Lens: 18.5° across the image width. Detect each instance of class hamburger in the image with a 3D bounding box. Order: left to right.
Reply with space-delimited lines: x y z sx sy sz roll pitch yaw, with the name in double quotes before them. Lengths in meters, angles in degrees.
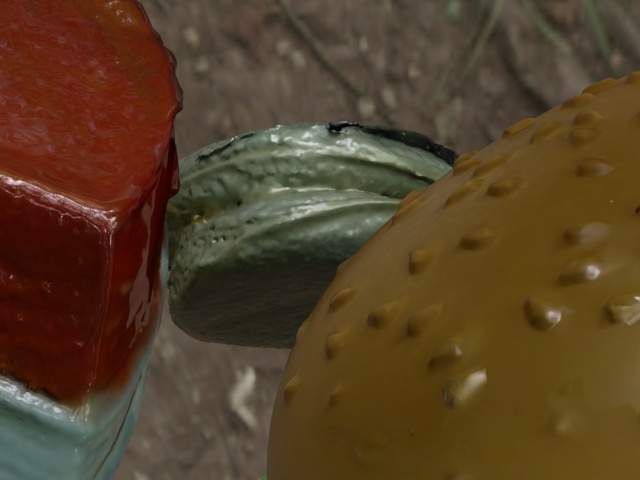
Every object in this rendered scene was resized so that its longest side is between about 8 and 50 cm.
"hamburger" 0.000 0.000 0.775 0.140 0.133 0.062 2 67 -25
"hamburger" 0.111 0.064 0.570 0.274 0.212 0.274 -22 27 12

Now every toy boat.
"toy boat" -0.146 -0.040 0.595 0.145 0.133 0.332 -7 41 -38
